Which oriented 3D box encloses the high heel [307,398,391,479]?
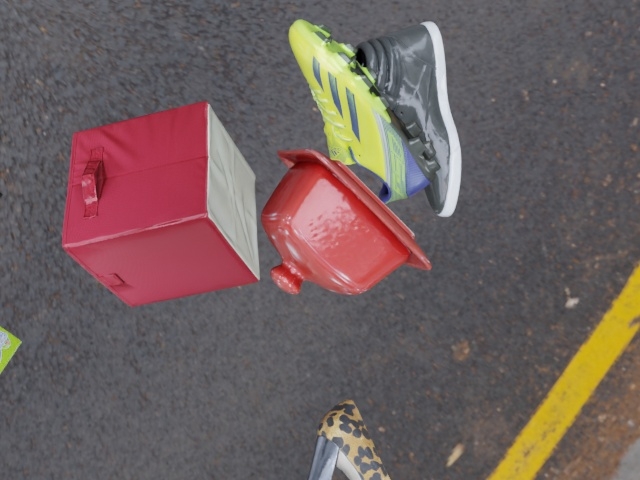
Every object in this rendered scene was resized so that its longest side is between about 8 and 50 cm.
[{"bbox_3d":[0.111,0.322,1.092,0.261,0.186,0.093,18,144,-1],"label":"high heel"}]

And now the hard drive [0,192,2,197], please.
[{"bbox_3d":[-0.664,-0.068,1.520,0.094,0.022,0.135,40,117,-13],"label":"hard drive"}]

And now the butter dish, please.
[{"bbox_3d":[0.000,0.000,0.778,0.160,0.160,0.118,43,84,-15],"label":"butter dish"}]

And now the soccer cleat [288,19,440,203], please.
[{"bbox_3d":[0.041,-0.159,1.077,0.121,0.093,0.289,-34,117,20],"label":"soccer cleat"}]

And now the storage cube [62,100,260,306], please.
[{"bbox_3d":[-0.204,-0.043,1.089,0.193,0.183,0.215,-11,148,11],"label":"storage cube"}]

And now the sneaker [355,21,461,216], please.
[{"bbox_3d":[0.120,-0.174,1.231,0.147,0.104,0.295,-10,92,-14],"label":"sneaker"}]

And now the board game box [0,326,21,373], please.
[{"bbox_3d":[-0.646,0.209,1.278,0.233,0.347,0.078,39,112,-16],"label":"board game box"}]
